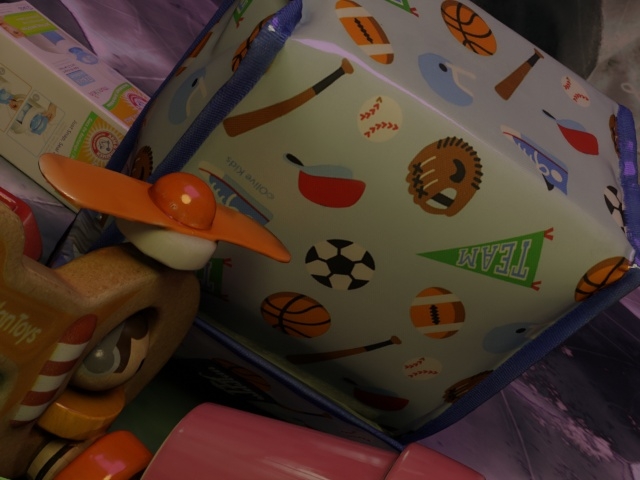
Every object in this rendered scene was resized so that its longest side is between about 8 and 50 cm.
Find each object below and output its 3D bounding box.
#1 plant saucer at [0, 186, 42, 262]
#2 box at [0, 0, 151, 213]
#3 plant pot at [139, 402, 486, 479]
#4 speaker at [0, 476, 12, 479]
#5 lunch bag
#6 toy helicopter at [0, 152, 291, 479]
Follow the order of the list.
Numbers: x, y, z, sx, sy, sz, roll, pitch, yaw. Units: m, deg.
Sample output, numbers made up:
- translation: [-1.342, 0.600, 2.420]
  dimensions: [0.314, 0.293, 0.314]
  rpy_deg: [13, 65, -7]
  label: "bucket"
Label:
- translation: [-0.336, -0.029, 0.843]
  dimensions: [0.259, 0.047, 0.258]
  rpy_deg: [33, 20, -11]
  label: "plant saucer"
- translation: [-0.259, -0.129, 1.119]
  dimensions: [0.203, 0.103, 0.114]
  rpy_deg: [38, 20, 1]
  label: "box"
- translation: [-0.021, 0.195, 0.699]
  dimensions: [0.180, 0.201, 0.201]
  rpy_deg: [26, 17, 13]
  label: "plant pot"
- translation: [-0.217, 0.149, 0.518]
  dimensions: [0.297, 0.131, 0.131]
  rpy_deg: [26, 22, -30]
  label: "speaker"
- translation: [0.000, 0.000, 0.882]
  dimensions: [0.328, 0.385, 0.239]
  rpy_deg: [32, 40, -18]
  label: "lunch bag"
- translation: [-0.138, 0.036, 0.620]
  dimensions: [0.140, 0.235, 0.355]
  rpy_deg: [43, -7, 15]
  label: "toy helicopter"
